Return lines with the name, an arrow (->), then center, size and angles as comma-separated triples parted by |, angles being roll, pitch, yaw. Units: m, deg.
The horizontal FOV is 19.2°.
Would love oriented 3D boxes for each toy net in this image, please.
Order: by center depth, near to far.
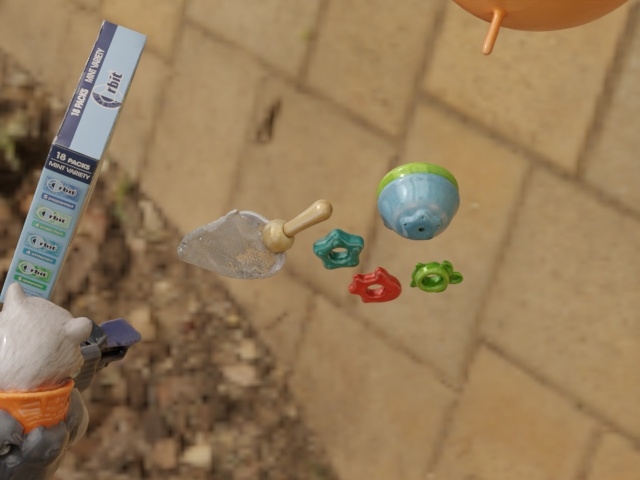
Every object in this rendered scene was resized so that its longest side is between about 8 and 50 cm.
toy net -> 0.000, 0.000, 1.554 | 0.122, 0.232, 0.045 | 85, -179, -47

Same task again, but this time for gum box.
gum box -> -0.196, -0.056, 1.500 | 0.157, 0.041, 0.184 | -76, 8, -47

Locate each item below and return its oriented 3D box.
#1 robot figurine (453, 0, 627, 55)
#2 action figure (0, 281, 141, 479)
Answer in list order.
robot figurine -> 0.106, -0.194, 0.918 | 0.128, 0.158, 0.219 | 88, -179, -55
action figure -> -0.227, 0.179, 1.454 | 0.178, 0.341, 0.330 | 32, 122, 28
